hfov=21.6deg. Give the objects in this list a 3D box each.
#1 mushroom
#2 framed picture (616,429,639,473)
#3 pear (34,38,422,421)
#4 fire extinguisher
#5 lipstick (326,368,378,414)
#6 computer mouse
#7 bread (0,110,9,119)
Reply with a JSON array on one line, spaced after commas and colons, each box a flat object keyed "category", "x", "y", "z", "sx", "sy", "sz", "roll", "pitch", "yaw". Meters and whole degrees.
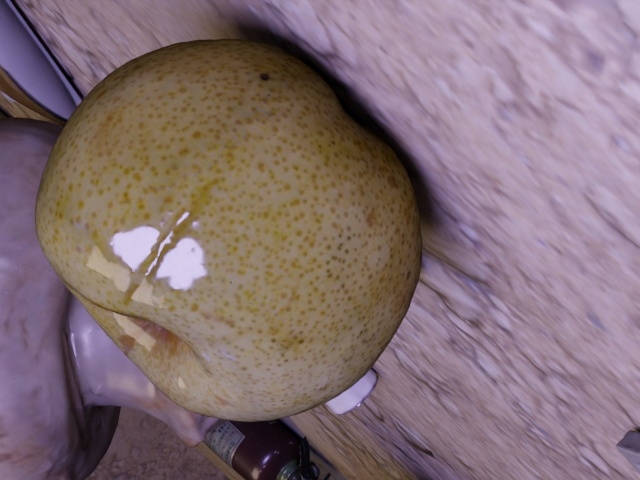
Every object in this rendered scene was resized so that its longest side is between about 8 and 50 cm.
[{"category": "mushroom", "x": -0.189, "y": 0.058, "z": 1.240, "sx": 0.290, "sy": 0.298, "sz": 0.297, "roll": 3, "pitch": 161, "yaw": 6}, {"category": "framed picture", "x": 0.221, "y": 0.162, "z": 0.696, "sx": 0.203, "sy": 0.015, "sz": 0.150, "roll": 47, "pitch": 169, "yaw": -15}, {"category": "pear", "x": -0.036, "y": -0.007, "z": 0.696, "sx": 0.167, "sy": 0.136, "sz": 0.167, "roll": 40, "pitch": 165, "yaw": 13}, {"category": "fire extinguisher", "x": -0.077, "y": 0.196, "z": 1.757, "sx": 0.231, "sy": 0.071, "sz": 0.099, "roll": 37, "pitch": 139, "yaw": 29}, {"category": "lipstick", "x": -0.022, "y": 0.053, "z": 1.098, "sx": 0.141, "sy": 0.040, "sz": 0.040, "roll": 47, "pitch": 169, "yaw": -14}, {"category": "computer mouse", "x": -0.224, "y": -0.142, "z": 1.096, "sx": 0.102, "sy": 0.045, "sz": 0.199, "roll": 40, "pitch": 167, "yaw": 35}, {"category": "bread", "x": -0.280, "y": -0.042, "z": 1.638, "sx": 0.207, "sy": 0.056, "sz": 0.286, "roll": 29, "pitch": 160, "yaw": 48}]
